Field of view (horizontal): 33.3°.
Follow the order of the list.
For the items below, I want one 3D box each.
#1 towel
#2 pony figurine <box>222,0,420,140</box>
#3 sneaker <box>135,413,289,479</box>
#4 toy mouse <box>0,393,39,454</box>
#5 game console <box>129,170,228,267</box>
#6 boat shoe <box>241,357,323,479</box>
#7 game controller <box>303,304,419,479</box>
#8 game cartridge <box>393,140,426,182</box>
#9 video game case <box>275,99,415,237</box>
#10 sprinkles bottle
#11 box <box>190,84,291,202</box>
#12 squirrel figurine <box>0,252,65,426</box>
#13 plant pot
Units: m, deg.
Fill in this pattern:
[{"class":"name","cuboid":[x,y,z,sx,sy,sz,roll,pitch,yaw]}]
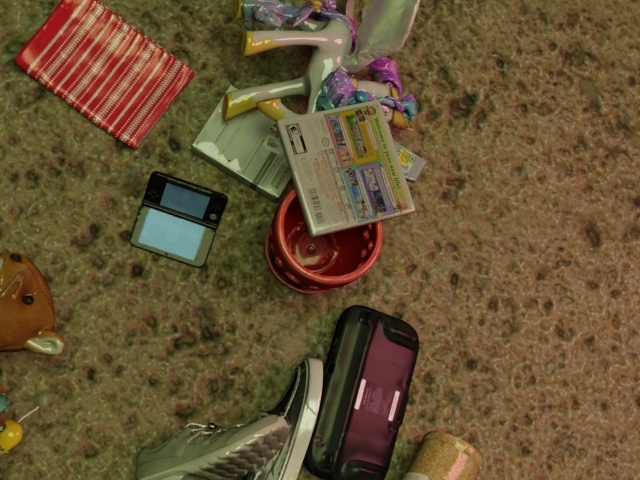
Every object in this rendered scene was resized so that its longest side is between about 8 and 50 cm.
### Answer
[{"class":"towel","cuboid":[-0.395,-0.320,1.963,0.275,0.031,0.199,36,73,-2]},{"class":"pony figurine","cuboid":[0.023,-0.353,1.950,0.364,0.303,0.350,4,100,-20]},{"class":"sneaker","cuboid":[-0.190,0.338,1.771,0.281,0.105,0.115,-23,57,6]},{"class":"toy mouse","cuboid":[-0.508,0.286,1.620,0.031,0.143,0.161,20,64,37]},{"class":"game console","cuboid":[-0.252,-0.037,1.900,0.144,0.124,0.085,19,47,-8]},{"class":"boat shoe","cuboid":[-0.078,0.338,1.841,0.102,0.108,0.301,20,80,-9]},{"class":"game controller","cuboid":[0.077,0.279,1.911,0.166,0.067,0.319,25,72,-25]},{"class":"game cartridge","cuboid":[0.156,-0.150,2.053,0.083,0.017,0.056,31,76,-4]},{"class":"video game case","cuboid":[0.043,-0.126,1.839,0.193,0.023,0.212,-14,78,-18]},{"class":"sprinkles bottle","cuboid":[0.153,0.498,1.812,0.121,0.121,0.355,35,62,-3]},{"class":"box","cuboid":[-0.125,-0.179,1.985,0.186,0.038,0.145,31,71,-5]},{"class":"squirrel figurine","cuboid":[-0.605,0.185,1.694,0.370,0.281,0.396,-15,120,-40]},{"class":"plant pot","cuboid":[0.000,0.000,1.898,0.191,0.174,0.191,3,76,-11]}]
